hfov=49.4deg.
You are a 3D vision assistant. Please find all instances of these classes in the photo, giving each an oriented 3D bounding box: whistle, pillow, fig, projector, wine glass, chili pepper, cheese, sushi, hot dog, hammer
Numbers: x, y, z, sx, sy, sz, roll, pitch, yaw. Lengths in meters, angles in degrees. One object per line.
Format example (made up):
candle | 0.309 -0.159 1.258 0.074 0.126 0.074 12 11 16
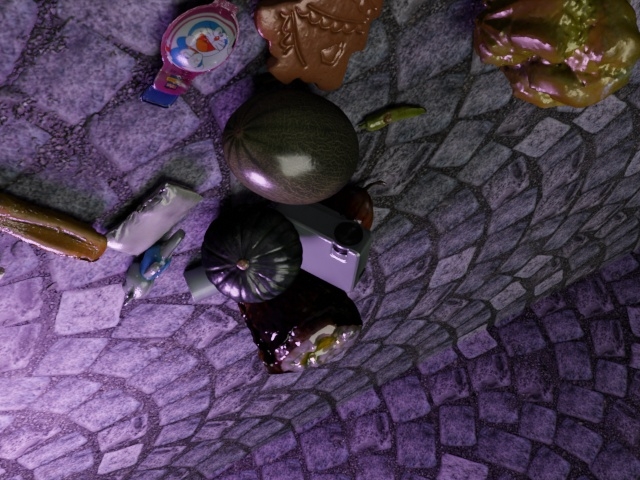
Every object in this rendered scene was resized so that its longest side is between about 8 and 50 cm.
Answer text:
whistle | -0.400 0.056 1.649 0.077 0.114 0.236 37 115 -17
pillow | -0.377 -0.046 1.556 0.229 0.051 0.128 -38 149 13
fig | 0.074 -0.088 1.842 0.149 0.148 0.202 15 93 -83
projector | 0.000 0.000 1.785 0.099 0.256 0.192 -55 164 -31
wine glass | -0.239 0.081 1.827 0.231 0.103 0.103 -24 150 -9
chili pepper | 0.189 -0.308 1.708 0.208 0.043 0.049 -18 135 -24
cheese | -0.234 -0.332 1.251 0.244 0.062 0.155 -45 150 23
sushi | -0.066 0.211 1.991 0.299 0.294 0.281 -36 154 9
hot dog | -0.555 -0.025 1.407 0.083 0.068 0.289 -59 143 0
hammer | -0.047 -0.353 1.436 0.201 0.021 0.078 -20 148 -23

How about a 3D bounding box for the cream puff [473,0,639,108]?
cream puff | 0.484 -0.443 1.514 0.275 0.378 0.378 -25 150 -11

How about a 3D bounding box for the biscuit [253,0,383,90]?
biscuit | 0.018 -0.427 1.342 0.306 0.043 0.284 -45 143 14

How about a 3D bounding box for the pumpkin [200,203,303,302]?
pumpkin | -0.161 0.029 1.692 0.250 0.250 0.216 -45 167 22

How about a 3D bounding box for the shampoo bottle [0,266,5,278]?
shampoo bottle | -0.722 0.103 1.473 0.141 0.034 0.049 -47 154 25

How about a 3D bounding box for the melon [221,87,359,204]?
melon | -0.059 -0.194 1.443 0.301 0.237 0.237 5 134 -46
